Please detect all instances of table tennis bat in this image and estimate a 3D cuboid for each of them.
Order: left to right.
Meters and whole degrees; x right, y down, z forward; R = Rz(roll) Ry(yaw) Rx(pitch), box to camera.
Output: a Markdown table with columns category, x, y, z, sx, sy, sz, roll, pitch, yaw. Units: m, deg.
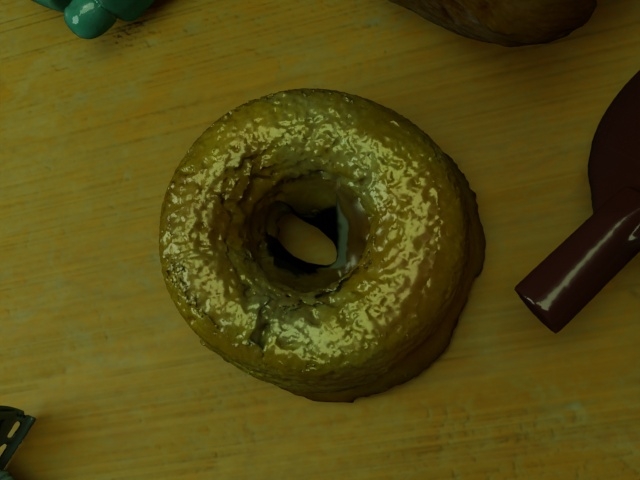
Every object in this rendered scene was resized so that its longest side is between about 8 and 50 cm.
| category | x | y | z | sx | sy | sz | roll | pitch | yaw |
| --- | --- | --- | --- | --- | --- | --- | --- | --- | --- |
| table tennis bat | 0.254 | -0.059 | 0.623 | 0.310 | 0.038 | 0.200 | -43 | 33 | -1 |

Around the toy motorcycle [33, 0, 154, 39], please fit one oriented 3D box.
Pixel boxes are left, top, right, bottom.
| category | x | y | z | sx | sy | sz | roll | pitch | yaw |
| --- | --- | --- | --- | --- | --- | --- | --- | --- | --- |
| toy motorcycle | -0.185 | -0.284 | 0.837 | 0.297 | 0.109 | 0.198 | -12 | 75 | 16 |

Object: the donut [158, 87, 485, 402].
| category | x | y | z | sx | sy | sz | roll | pitch | yaw |
| --- | --- | --- | --- | --- | --- | --- | --- | --- | --- |
| donut | -0.002 | -0.002 | 0.710 | 0.254 | 0.118 | 0.253 | 0 | 81 | 3 |

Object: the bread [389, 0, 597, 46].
| category | x | y | z | sx | sy | sz | roll | pitch | yaw |
| --- | --- | --- | --- | --- | --- | --- | --- | --- | --- |
| bread | 0.105 | -0.274 | 0.706 | 0.340 | 0.179 | 0.194 | 40 | 88 | 24 |

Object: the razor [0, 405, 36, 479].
| category | x | y | z | sx | sy | sz | roll | pitch | yaw |
| --- | --- | --- | --- | --- | --- | --- | --- | --- | --- |
| razor | -0.197 | 0.239 | 0.738 | 0.232 | 0.068 | 0.106 | 32 | 88 | 15 |
